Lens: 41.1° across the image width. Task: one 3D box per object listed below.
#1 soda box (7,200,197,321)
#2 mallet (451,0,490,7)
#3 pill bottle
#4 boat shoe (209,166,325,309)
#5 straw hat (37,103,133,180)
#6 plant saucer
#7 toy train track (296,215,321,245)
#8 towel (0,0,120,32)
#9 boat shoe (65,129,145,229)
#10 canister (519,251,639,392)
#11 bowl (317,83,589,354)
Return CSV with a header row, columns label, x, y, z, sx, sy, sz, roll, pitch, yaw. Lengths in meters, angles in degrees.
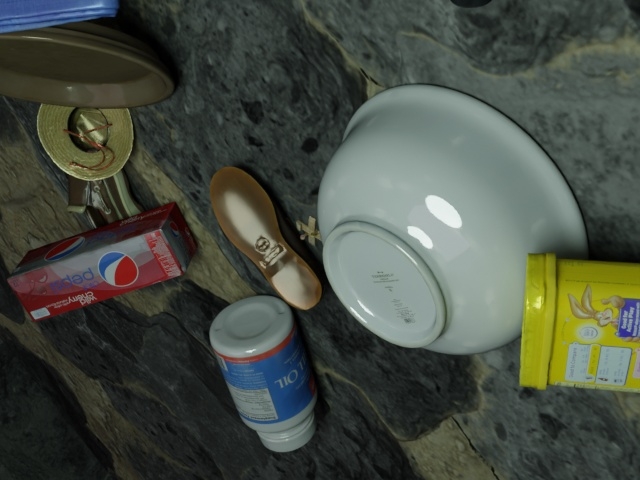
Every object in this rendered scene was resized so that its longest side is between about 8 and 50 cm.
label,x,y,z,sx,sy,sz,roll,pitch,yaw
soda box,-0.323,0.032,1.271,0.263,0.092,0.084,-17,115,14
mallet,0.068,-0.240,0.713,0.189,0.039,0.062,25,143,40
pill bottle,-0.073,0.200,1.242,0.124,0.124,0.222,18,137,39
boat shoe,-0.068,-0.002,1.079,0.207,0.073,0.073,58,-173,-3
straw hat,-0.332,-0.163,1.231,0.145,0.144,0.061,60,-172,-16
plant saucer,-0.315,-0.214,1.031,0.277,0.277,0.041,-5,81,52
toy train track,0.000,0.000,1.051,0.083,0.014,0.048,30,143,26
towel,-0.337,-0.375,0.839,0.243,0.040,0.336,-5,104,8
boat shoe,-0.350,-0.074,1.315,0.095,0.095,0.258,-7,118,52
canister,0.255,0.073,0.709,0.169,0.073,0.126,3,131,12
bowl,0.096,0.009,0.837,0.297,0.134,0.298,31,143,27
